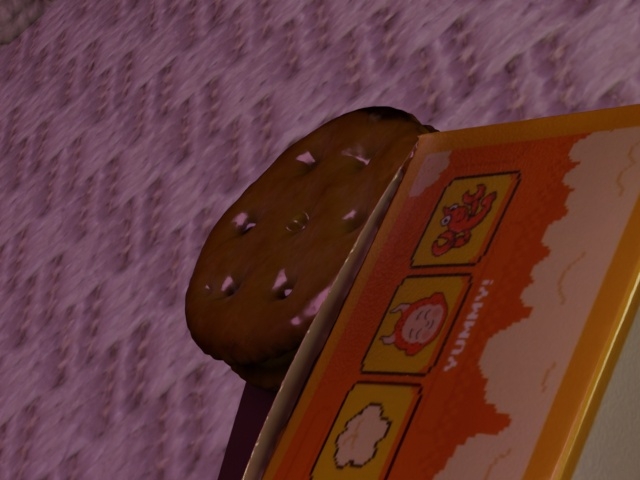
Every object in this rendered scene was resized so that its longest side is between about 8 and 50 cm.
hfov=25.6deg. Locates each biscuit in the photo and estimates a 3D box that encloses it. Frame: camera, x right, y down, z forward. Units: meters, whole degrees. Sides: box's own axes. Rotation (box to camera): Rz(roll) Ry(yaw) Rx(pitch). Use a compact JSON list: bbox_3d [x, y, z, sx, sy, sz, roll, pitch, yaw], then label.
[{"bbox_3d":[0.000,0.000,0.945,0.220,0.066,0.220,-33,33,25],"label":"biscuit"}]

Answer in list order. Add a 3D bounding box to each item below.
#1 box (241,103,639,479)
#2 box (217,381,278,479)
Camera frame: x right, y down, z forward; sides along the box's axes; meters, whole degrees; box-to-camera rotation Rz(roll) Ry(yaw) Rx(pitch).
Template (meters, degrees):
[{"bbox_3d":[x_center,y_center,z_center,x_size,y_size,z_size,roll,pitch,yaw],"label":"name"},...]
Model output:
[{"bbox_3d":[0.149,0.117,0.728,0.214,0.283,0.259,-4,52,49],"label":"box"},{"bbox_3d":[0.047,0.142,0.956,0.193,0.167,0.294,-24,38,40],"label":"box"}]
